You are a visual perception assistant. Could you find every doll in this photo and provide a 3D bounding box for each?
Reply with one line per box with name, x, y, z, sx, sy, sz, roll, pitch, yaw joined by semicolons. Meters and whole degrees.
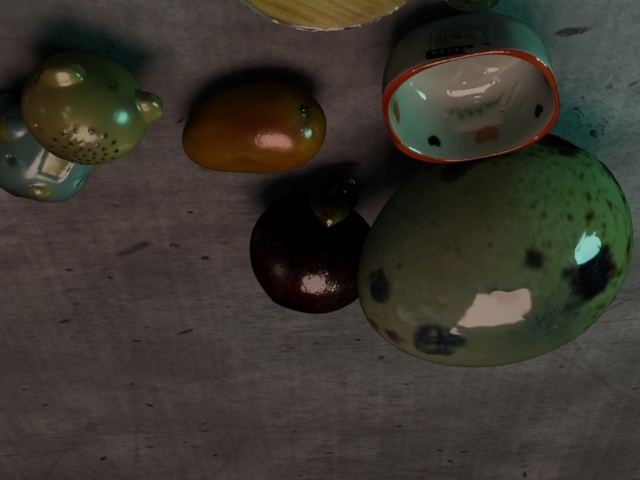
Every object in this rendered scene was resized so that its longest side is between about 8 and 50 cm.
doll;-0.350;-0.161;1.720;0.177;0.161;0.261;21;144;-33

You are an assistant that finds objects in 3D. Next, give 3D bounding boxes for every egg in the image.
egg;0.260;0.020;1.878;0.428;0.345;0.345;-29;149;-4

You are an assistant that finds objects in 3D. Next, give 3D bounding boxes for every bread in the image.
bread;0.010;-0.354;1.539;0.267;0.040;0.267;-2;150;-1

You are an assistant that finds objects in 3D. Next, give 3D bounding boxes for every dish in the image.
dish;0.200;-0.222;1.704;0.256;0.117;0.256;-2;147;-1

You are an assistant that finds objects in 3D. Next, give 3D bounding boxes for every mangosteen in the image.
mangosteen;-0.007;0.010;1.993;0.216;0.216;0.216;-2;150;-1

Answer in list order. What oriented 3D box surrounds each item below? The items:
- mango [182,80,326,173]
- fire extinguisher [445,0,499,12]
mango;-0.101;-0.159;1.786;0.221;0.120;0.151;-3;152;15
fire extinguisher;0.199;-0.403;1.426;0.114;0.095;0.311;38;151;12
